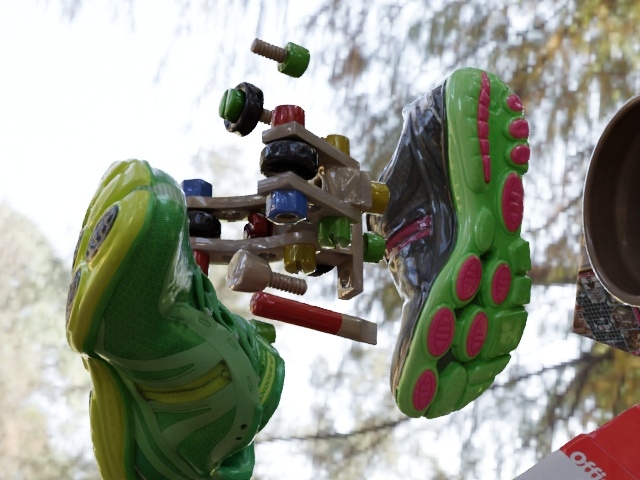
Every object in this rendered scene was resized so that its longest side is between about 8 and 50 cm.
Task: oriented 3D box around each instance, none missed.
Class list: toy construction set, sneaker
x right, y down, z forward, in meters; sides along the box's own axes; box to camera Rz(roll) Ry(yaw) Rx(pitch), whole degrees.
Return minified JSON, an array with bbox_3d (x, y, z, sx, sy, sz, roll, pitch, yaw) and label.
[{"bbox_3d":[0.000,0.000,1.244,0.237,0.309,0.257,17,-53,-29],"label":"toy construction set"},{"bbox_3d":[0.166,0.008,1.620,0.185,0.483,0.202,22,-20,-34],"label":"sneaker"},{"bbox_3d":[-0.082,0.058,0.719,0.123,0.109,0.295,2,-38,0],"label":"sneaker"}]

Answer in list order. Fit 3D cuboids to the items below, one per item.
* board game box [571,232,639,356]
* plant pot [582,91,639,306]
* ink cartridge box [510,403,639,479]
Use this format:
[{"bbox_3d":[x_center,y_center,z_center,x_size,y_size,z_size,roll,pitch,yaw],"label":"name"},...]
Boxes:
[{"bbox_3d":[0.489,0.091,1.787,0.042,0.165,0.243,-8,18,-37],"label":"board game box"},{"bbox_3d":[0.485,-0.045,1.460,0.229,0.263,0.263,4,-20,-21],"label":"plant pot"},{"bbox_3d":[0.163,0.219,0.770,0.134,0.231,0.078,44,-24,45],"label":"ink cartridge box"}]
